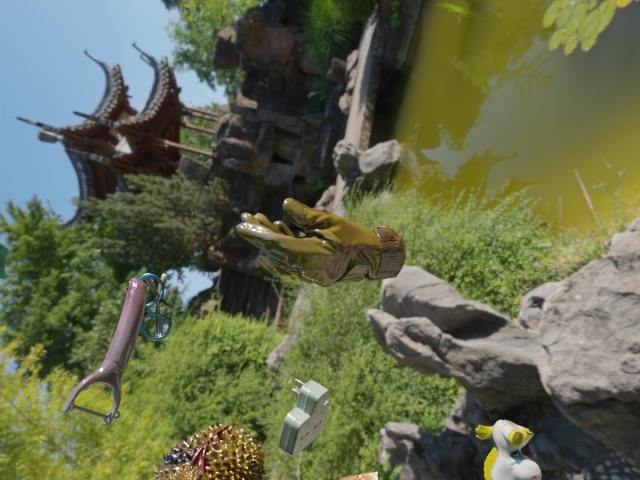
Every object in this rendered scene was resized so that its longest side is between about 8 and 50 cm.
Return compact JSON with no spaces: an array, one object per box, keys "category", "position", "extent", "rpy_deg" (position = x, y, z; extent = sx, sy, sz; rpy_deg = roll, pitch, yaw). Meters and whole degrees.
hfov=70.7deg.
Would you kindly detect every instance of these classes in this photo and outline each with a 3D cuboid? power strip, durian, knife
[{"category":"power strip","position":[-0.070,0.685,1.808],"extent":[0.229,0.141,0.260],"rpy_deg":[-14,-58,-58]},{"category":"durian","position":[-0.305,0.610,1.042],"extent":[0.158,0.137,0.168],"rpy_deg":[40,130,54]},{"category":"knife","position":[-0.378,0.201,0.866],"extent":[0.123,0.053,0.277],"rpy_deg":[62,-148,-53]},{"category":"durian","position":[-0.338,0.740,1.395],"extent":[0.384,0.348,0.347],"rpy_deg":[-47,19,19]}]

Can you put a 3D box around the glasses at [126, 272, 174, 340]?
[{"category":"glasses","position":[-0.544,0.202,1.544],"extent":[0.207,0.102,0.239],"rpy_deg":[-54,-38,-65]}]

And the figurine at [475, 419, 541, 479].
[{"category":"figurine","position":[0.451,0.523,1.076],"extent":[0.109,0.130,0.178],"rpy_deg":[21,-121,-59]}]

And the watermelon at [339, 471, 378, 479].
[{"category":"watermelon","position":[0.121,0.891,1.539],"extent":[0.193,0.137,0.145],"rpy_deg":[-46,30,18]}]

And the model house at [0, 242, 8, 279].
[{"category":"model house","position":[-0.773,0.051,0.987],"extent":[0.149,0.127,0.100],"rpy_deg":[-54,-19,-22]}]

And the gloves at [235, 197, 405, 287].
[{"category":"gloves","position":[0.002,0.016,0.860],"extent":[0.154,0.331,0.141],"rpy_deg":[147,128,-67]}]
